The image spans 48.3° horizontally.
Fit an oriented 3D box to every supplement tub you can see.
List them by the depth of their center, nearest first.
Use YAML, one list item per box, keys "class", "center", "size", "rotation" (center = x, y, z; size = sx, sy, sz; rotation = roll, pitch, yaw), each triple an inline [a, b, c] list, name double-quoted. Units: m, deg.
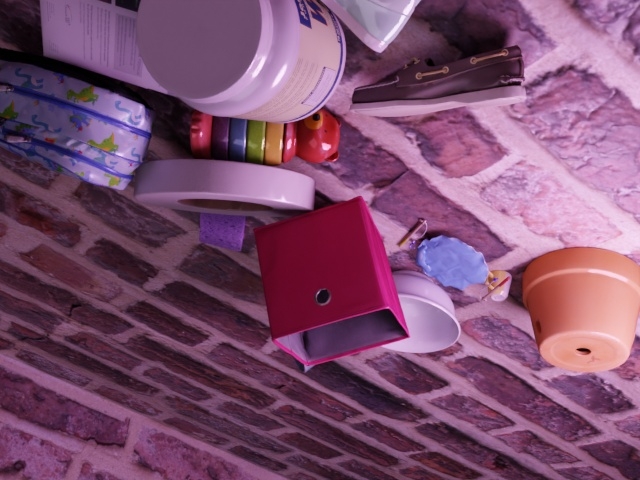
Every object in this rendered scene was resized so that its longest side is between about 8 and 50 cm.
- class: "supplement tub"
  center: [-0.114, -0.310, 1.128]
  size: [0.235, 0.235, 0.325]
  rotation: [-1, -174, 20]

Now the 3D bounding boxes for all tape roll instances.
- class: "tape roll"
  center: [-0.205, -0.107, 1.547]
  size: [0.392, 0.072, 0.392]
  rotation: [4, 177, 0]

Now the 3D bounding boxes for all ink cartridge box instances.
- class: "ink cartridge box"
  center: [-0.337, -0.429, 1.250]
  size: [0.272, 0.130, 0.309]
  rotation: [17, 146, -8]

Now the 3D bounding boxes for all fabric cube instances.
- class: "fabric cube"
  center: [0.027, 0.096, 1.561]
  size: [0.254, 0.258, 0.259]
  rotation: [-16, 155, 10]

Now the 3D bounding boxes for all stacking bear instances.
- class: "stacking bear"
  center: [-0.103, -0.222, 1.447]
  size: [0.289, 0.175, 0.164]
  rotation: [6, 148, -2]

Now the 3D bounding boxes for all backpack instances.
- class: "backpack"
  center: [-0.498, -0.240, 1.411]
  size: [0.355, 0.273, 0.290]
  rotation: [3, 171, 15]

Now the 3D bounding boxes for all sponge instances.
- class: "sponge"
  center: [-0.252, -0.050, 1.842]
  size: [0.117, 0.031, 0.210]
  rotation: [15, 145, -2]

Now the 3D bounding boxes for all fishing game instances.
- class: "fishing game"
  center: [0.326, 0.051, 1.763]
  size: [0.264, 0.041, 0.189]
  rotation: [31, 145, 0]

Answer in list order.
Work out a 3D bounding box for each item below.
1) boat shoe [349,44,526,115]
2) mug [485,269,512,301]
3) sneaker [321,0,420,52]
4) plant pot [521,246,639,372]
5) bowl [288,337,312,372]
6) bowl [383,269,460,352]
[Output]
- class: "boat shoe"
  center: [0.205, -0.284, 1.297]
  size: [0.324, 0.097, 0.116]
  rotation: [-2, -177, 27]
- class: "mug"
  center: [0.443, 0.116, 1.806]
  size: [0.078, 0.064, 0.062]
  rotation: [16, 146, -2]
- class: "sneaker"
  center: [0.053, -0.445, 1.149]
  size: [0.256, 0.094, 0.151]
  rotation: [40, 114, -11]
- class: "plant pot"
  center: [0.629, 0.180, 1.712]
  size: [0.291, 0.203, 0.291]
  rotation: [9, 144, 7]
- class: "bowl"
  center: [-0.029, 0.175, 1.894]
  size: [0.163, 0.311, 0.311]
  rotation: [-21, 145, -11]
- class: "bowl"
  center: [0.228, 0.172, 1.899]
  size: [0.298, 0.134, 0.298]
  rotation: [9, 145, 6]
